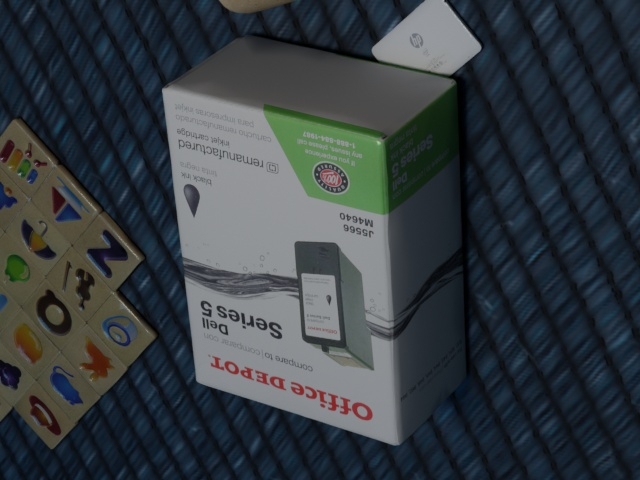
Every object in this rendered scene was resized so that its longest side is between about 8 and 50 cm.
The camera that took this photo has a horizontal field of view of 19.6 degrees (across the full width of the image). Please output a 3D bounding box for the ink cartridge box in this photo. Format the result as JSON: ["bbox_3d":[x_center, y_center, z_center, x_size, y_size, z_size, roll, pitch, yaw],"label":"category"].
[{"bbox_3d":[0.000,0.000,1.435,0.198,0.115,0.273,15,125,30],"label":"ink cartridge box"}]

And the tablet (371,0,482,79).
[{"bbox_3d":[0.078,-0.142,1.370,0.054,0.006,0.083,51,133,0],"label":"tablet"}]

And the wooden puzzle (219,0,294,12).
[{"bbox_3d":[0.043,-0.345,1.144,0.322,0.080,0.348,-16,114,3],"label":"wooden puzzle"}]

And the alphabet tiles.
[{"bbox_3d":[-0.300,0.041,1.755,0.285,0.011,0.342,47,133,3],"label":"alphabet tiles"}]
